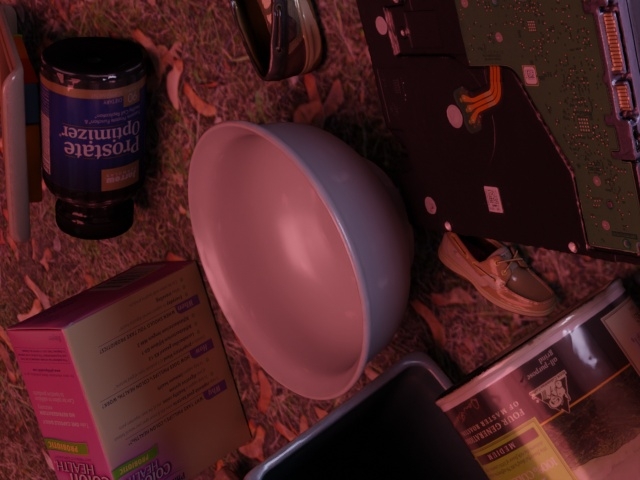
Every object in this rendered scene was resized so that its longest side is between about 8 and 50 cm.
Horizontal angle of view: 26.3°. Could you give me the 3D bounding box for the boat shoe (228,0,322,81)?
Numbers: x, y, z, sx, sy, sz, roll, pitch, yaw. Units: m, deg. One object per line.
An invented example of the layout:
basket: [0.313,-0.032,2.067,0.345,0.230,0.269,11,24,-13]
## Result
boat shoe: [-0.066,-0.267,1.372,0.080,0.073,0.224,-11,103,45]

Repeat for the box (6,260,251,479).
box: [-0.225,0.174,1.641,0.117,0.213,0.243,-4,108,44]

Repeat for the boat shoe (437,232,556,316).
boat shoe: [0.169,0.026,1.316,0.135,0.050,0.045,32,135,28]

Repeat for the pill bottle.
pill bottle: [-0.264,-0.117,1.598,0.122,0.122,0.219,26,126,32]

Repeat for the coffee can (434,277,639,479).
coffee can: [0.259,0.201,1.211,0.275,0.201,0.201,56,136,7]

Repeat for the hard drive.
hard drive: [0.168,-0.114,1.174,0.339,0.064,0.237,11,120,59]

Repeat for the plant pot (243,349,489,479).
plant pot: [0.060,0.315,1.438,0.247,0.247,0.252,50,152,12]

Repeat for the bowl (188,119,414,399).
bowl: [0.000,0.000,1.381,0.298,0.134,0.298,37,140,40]

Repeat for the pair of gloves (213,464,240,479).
pair of gloves: [-0.078,0.420,1.736,0.204,0.042,0.240,43,137,32]

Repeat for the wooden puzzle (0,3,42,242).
wooden puzzle: [-0.364,-0.145,1.658,0.239,0.044,0.221,-114,25,-57]
